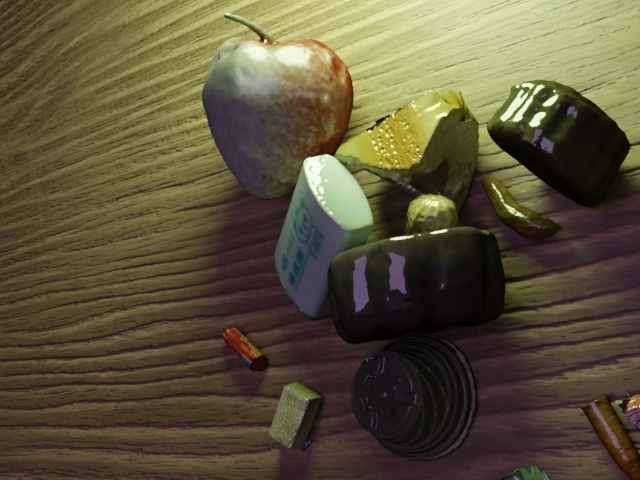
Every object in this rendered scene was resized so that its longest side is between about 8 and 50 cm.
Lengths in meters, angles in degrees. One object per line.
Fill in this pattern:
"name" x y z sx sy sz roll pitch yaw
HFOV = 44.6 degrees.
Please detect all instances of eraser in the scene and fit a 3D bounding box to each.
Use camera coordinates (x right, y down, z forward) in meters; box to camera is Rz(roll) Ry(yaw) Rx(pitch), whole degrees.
"eraser" 0.000 0.000 1.502 0.189 0.104 0.290 64 151 32

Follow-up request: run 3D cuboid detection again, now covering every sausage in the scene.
"sausage" -0.171 0.230 1.705 0.145 0.050 0.048 37 121 40

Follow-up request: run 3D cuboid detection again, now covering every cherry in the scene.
"cherry" -0.103 -0.275 1.619 0.326 0.291 0.335 35 116 19

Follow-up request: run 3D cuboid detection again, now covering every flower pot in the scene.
"flower pot" 0.147 0.277 1.396 0.235 0.140 0.235 -11 71 34

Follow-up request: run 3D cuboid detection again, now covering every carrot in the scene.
"carrot" 0.461 0.310 1.210 0.048 0.048 0.139 -38 61 24

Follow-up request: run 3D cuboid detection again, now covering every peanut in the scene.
"peanut" 0.191 -0.031 1.394 0.083 0.194 0.093 -42 86 -12

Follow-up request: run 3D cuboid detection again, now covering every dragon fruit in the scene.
"dragon fruit" 0.521 0.263 1.146 0.096 0.102 0.147 -50 64 25

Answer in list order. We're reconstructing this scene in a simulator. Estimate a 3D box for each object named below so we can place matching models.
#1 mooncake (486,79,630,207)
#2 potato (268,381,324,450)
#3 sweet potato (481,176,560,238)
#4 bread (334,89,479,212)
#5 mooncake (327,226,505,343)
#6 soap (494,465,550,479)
"mooncake" 0.388 -0.164 1.271 0.228 0.228 0.124 40 96 36
"potato" -0.050 0.357 1.574 0.086 0.061 0.122 22 94 36
"sweet potato" 0.340 -0.053 1.385 0.182 0.053 0.054 47 147 37
"bread" 0.179 -0.192 1.454 0.224 0.184 0.211 28 96 35
"mooncake" 0.164 0.084 1.342 0.306 0.306 0.154 -15 76 33
"soap" 0.276 0.490 1.283 0.261 0.094 0.150 -36 65 24
